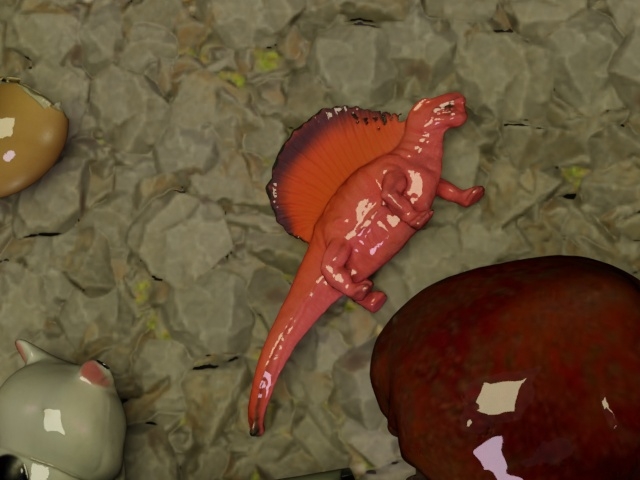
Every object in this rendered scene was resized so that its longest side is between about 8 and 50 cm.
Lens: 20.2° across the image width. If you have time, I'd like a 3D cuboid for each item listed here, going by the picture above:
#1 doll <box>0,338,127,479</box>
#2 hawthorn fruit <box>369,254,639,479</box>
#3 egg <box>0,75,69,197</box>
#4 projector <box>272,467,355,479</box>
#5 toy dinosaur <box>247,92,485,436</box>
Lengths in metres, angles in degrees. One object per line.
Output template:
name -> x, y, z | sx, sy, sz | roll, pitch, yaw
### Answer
doll -> -0.199, 0.171, 1.293 | 0.110, 0.107, 0.181 | 14, 80, 31
hawthorn fruit -> 0.164, 0.096, 1.192 | 0.248, 0.208, 0.208 | -31, 81, 13
egg -> -0.234, -0.074, 1.333 | 0.080, 0.080, 0.096 | 36, 88, 10
projector -> -0.014, 0.208, 1.269 | 0.082, 0.083, 0.083 | -10, 83, 7
toy dinosaur -> -0.003, -0.007, 1.308 | 0.139, 0.070, 0.286 | 42, 95, 20
